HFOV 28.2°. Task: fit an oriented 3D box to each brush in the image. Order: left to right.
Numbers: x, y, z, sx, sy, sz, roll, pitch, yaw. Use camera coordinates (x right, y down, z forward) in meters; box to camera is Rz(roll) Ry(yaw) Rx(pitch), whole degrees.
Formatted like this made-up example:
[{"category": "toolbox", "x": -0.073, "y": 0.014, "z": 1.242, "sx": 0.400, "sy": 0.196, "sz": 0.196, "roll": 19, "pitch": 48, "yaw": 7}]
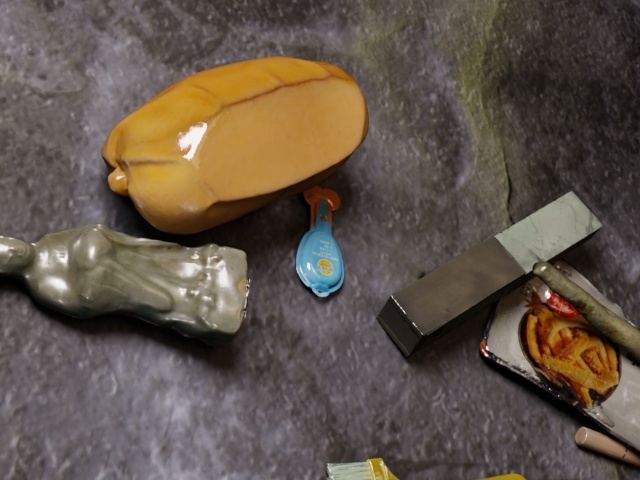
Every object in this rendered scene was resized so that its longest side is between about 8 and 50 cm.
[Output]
[{"category": "brush", "x": 0.099, "y": 0.218, "z": 1.069, "sx": 0.205, "sy": 0.011, "sz": 0.083, "roll": 0, "pitch": 65, "yaw": -33}]

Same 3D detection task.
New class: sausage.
[{"category": "sausage", "x": -0.069, "y": -0.084, "z": 1.051, "sx": 0.241, "sy": 0.136, "sz": 0.120, "roll": -26, "pitch": 110, "yaw": -41}]

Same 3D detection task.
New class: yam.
[{"category": "yam", "x": 0.284, "y": 0.085, "z": 1.196, "sx": 0.234, "sy": 0.027, "sz": 0.029, "roll": 37, "pitch": 81, "yaw": -20}]

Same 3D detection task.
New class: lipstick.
[{"category": "lipstick", "x": 0.279, "y": 0.195, "z": 1.188, "sx": 0.094, "sy": 0.019, "sz": 0.019, "roll": 21, "pitch": 56, "yaw": -21}]

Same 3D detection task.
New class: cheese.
[{"category": "cheese", "x": 0.000, "y": 0.000, "z": 1.120, "sx": 0.047, "sy": 0.017, "sz": 0.111, "roll": 18, "pitch": 57, "yaw": -27}]

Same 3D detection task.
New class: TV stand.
[{"category": "TV stand", "x": 0.161, "y": 0.026, "z": 1.174, "sx": 0.256, "sy": 0.040, "sz": 0.049, "roll": -28, "pitch": 70, "yaw": -34}]

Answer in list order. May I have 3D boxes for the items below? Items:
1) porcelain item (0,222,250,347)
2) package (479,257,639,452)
[{"category": "porcelain item", "x": -0.165, "y": 0.024, "z": 0.980, "sx": 0.215, "sy": 0.069, "sz": 0.081, "roll": 13, "pitch": 64, "yaw": -20}, {"category": "package", "x": 0.266, "y": 0.113, "z": 1.216, "sx": 0.239, "sy": 0.030, "sz": 0.154, "roll": 35, "pitch": 50, "yaw": -10}]
